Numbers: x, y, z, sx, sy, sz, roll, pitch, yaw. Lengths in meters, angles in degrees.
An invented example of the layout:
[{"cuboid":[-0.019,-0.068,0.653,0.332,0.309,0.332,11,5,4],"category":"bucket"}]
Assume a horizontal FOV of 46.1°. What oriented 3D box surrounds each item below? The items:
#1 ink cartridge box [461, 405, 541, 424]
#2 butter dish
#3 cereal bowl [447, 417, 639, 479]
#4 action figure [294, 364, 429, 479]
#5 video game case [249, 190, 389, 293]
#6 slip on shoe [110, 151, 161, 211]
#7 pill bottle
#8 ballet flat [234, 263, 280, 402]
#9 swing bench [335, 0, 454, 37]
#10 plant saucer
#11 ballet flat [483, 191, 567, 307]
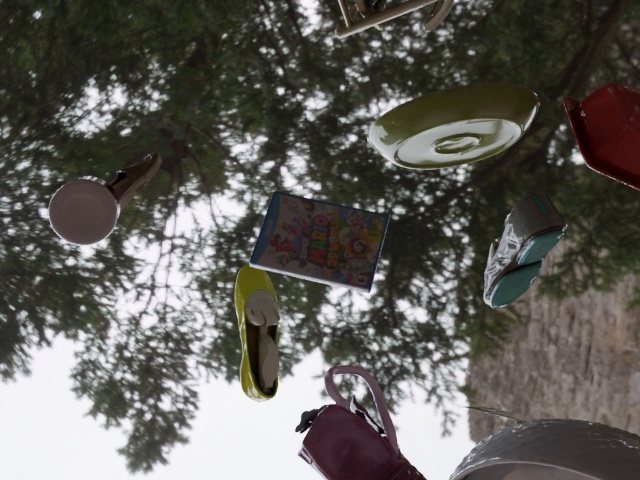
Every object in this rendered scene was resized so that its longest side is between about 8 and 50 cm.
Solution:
[{"cuboid":[0.417,0.378,1.495,0.171,0.235,0.056,20,-104,-53],"category":"ink cartridge box"},{"cuboid":[0.430,-0.155,1.018,0.160,0.118,0.160,19,-136,-19],"category":"butter dish"},{"cuboid":[0.302,0.323,0.805,0.141,0.339,0.339,-40,-69,-45],"category":"cereal bowl"},{"cuboid":[0.140,0.408,1.247,0.248,0.370,0.276,0,-62,-50],"category":"action figure"},{"cuboid":[0.000,0.000,1.018,0.166,0.015,0.119,12,-118,9],"category":"video game case"},{"cuboid":[-0.303,-0.100,1.195,0.041,0.051,0.135,49,-123,-26],"category":"slip on shoe"},{"cuboid":[-0.316,-0.044,1.018,0.086,0.152,0.086,-2,-82,-13],"category":"pill bottle"},{"cuboid":[-0.095,0.153,1.238,0.077,0.077,0.231,-1,-90,-28],"category":"ballet flat"},{"cuboid":[0.158,-0.505,1.329,0.253,0.254,0.165,-67,-33,-32],"category":"swing bench"},{"cuboid":[0.186,-0.148,1.045,0.240,0.241,0.037,-1,-105,-29],"category":"plant saucer"},{"cuboid":[0.246,0.011,0.937,0.072,0.213,0.068,-14,-117,-13],"category":"ballet flat"}]
